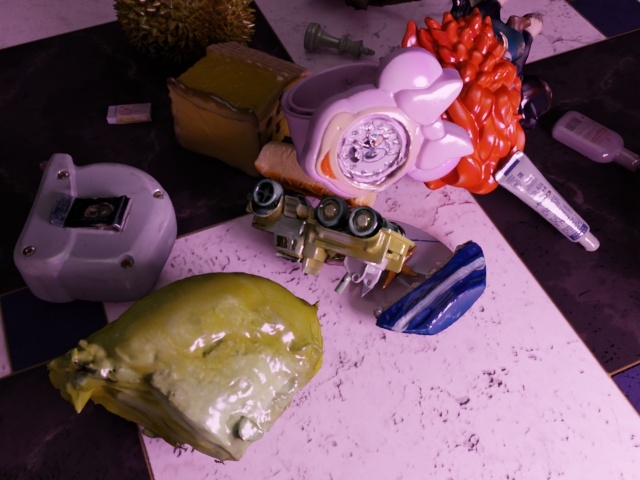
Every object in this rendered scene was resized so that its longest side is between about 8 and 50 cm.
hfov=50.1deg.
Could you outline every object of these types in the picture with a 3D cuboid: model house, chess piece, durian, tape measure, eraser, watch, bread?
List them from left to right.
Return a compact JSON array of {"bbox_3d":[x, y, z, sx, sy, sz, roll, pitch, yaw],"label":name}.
[{"bbox_3d":[-0.360,-0.025,1.098,0.246,0.125,0.243,1,53,2],"label":"tape measure"},{"bbox_3d":[-0.371,-0.247,1.332,0.083,0.019,0.038,-4,54,-3],"label":"eraser"},{"bbox_3d":[-0.277,-0.455,1.343,0.291,0.291,0.224,23,73,17],"label":"durian"},{"bbox_3d":[-0.154,0.163,0.922,0.256,0.204,0.340,41,53,11],"label":"durian"},{"bbox_3d":[-0.137,-0.268,1.249,0.194,0.174,0.234,22,59,17],"label":"model house"},{"bbox_3d":[-0.002,-0.105,1.147,0.189,0.125,0.068,17,87,18],"label":"bread"},{"bbox_3d":[0.042,-0.410,1.437,0.149,0.059,0.059,18,55,5],"label":"chess piece"},{"bbox_3d":[0.068,-0.194,1.017,0.249,0.210,0.217,-20,37,-3],"label":"watch"}]

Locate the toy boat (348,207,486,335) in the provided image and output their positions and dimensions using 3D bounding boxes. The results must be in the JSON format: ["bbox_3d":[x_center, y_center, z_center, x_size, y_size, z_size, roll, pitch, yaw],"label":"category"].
[{"bbox_3d":[0.124,0.030,1.107,0.221,0.067,0.291,-34,47,-18],"label":"toy boat"}]

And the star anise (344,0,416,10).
[{"bbox_3d":[0.074,-0.599,1.545,0.350,0.109,0.292,5,59,17],"label":"star anise"}]

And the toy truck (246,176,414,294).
[{"bbox_3d":[-0.002,-0.004,1.067,0.260,0.128,0.135,22,90,31],"label":"toy truck"}]

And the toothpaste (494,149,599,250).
[{"bbox_3d":[0.373,-0.056,1.104,0.216,0.037,0.062,39,94,-14],"label":"toothpaste"}]

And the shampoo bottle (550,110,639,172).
[{"bbox_3d":[0.511,-0.179,1.258,0.165,0.040,0.080,38,61,25],"label":"shampoo bottle"}]

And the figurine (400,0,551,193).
[{"bbox_3d":[0.276,-0.270,1.202,0.241,0.306,0.412,4,33,40],"label":"figurine"}]
